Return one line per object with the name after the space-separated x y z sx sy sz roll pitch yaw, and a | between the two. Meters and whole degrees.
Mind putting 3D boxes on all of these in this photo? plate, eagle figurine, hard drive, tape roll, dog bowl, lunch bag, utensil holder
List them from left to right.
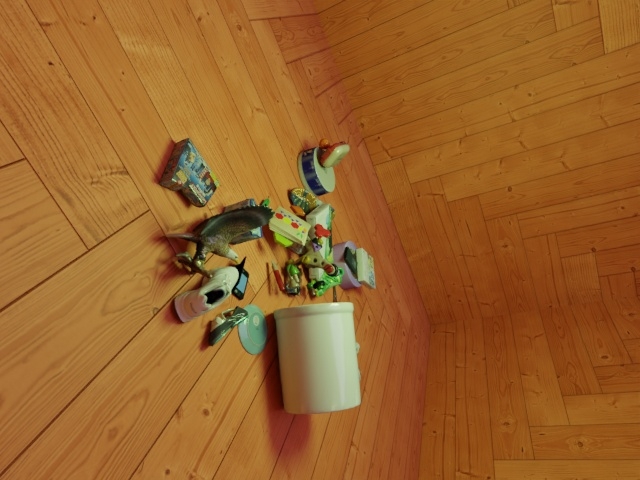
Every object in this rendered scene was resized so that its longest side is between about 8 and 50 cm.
-0.315 -0.016 1.351 0.298 0.226 0.225 -55 158 -20 | eagle figurine
-0.293 -0.071 1.564 0.096 0.128 0.152 19 59 -67 | lunch bag
-0.244 0.333 1.583 0.188 0.024 0.188 39 44 -52 | plate
-0.020 -0.382 2.344 0.265 0.104 0.265 42 40 -51 | dog bowl
-0.012 0.457 1.670 0.327 0.327 0.386 18 64 -62 | utensil holder
0.160 0.145 2.469 0.275 0.090 0.275 40 44 -53 | tape roll
0.171 0.112 2.376 0.135 0.022 0.094 57 31 -36 | hard drive

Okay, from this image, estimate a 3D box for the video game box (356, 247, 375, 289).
0.273 0.173 2.534 0.187 0.048 0.205 36 46 -52 | video game box

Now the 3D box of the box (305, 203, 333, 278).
0.000 0.000 2.084 0.232 0.058 0.323 -46 137 -62 | box

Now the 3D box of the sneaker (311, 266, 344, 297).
0.038 0.194 2.140 0.295 0.123 0.110 -43 116 -62 | sneaker

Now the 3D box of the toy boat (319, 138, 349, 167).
0.055 -0.499 2.310 0.151 0.151 0.231 46 26 4 | toy boat

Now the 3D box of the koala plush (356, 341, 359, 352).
0.085 0.543 1.990 0.221 0.196 0.204 1 66 -61 | koala plush

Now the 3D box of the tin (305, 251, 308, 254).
-0.034 0.026 2.184 0.190 0.040 0.106 -76 148 -46 | tin

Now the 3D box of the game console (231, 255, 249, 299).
-0.282 0.139 1.546 0.107 0.071 0.122 53 34 -41 | game console

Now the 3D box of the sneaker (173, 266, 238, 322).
-0.334 0.165 1.354 0.111 0.129 0.297 67 25 -15 | sneaker

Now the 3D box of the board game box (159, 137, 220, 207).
-0.443 -0.208 1.401 0.194 0.060 0.194 60 30 -32 | board game box

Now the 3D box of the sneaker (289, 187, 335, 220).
-0.061 -0.185 2.180 0.296 0.131 0.112 32 91 -36 | sneaker

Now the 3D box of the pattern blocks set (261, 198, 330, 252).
-0.129 -0.062 1.821 0.324 0.026 0.285 36 36 1 | pattern blocks set

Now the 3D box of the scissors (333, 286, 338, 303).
0.084 0.329 2.299 0.109 0.021 0.297 47 36 -43 | scissors

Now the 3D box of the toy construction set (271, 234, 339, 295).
-0.092 0.097 1.859 0.308 0.257 0.238 1 59 -49 | toy construction set

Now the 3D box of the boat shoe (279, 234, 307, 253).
-0.106 0.001 1.979 0.258 0.084 0.095 24 56 -60 | boat shoe

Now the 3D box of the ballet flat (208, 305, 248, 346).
-0.321 0.278 1.408 0.203 0.074 0.074 -37 111 -57 | ballet flat

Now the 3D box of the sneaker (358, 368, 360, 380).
0.145 0.607 2.173 0.282 0.105 0.115 70 25 -12 | sneaker
